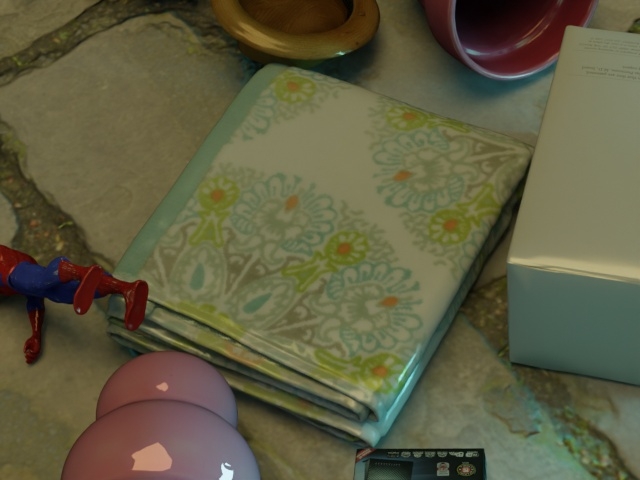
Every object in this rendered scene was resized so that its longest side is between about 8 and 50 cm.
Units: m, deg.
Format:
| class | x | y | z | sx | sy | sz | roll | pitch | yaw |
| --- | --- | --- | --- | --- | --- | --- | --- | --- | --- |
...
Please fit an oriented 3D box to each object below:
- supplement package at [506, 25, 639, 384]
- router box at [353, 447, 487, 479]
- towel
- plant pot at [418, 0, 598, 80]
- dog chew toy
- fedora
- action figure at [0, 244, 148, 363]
| class | x | y | z | sx | sy | sz | roll | pitch | yaw |
| --- | --- | --- | --- | --- | --- | --- | --- | --- | --- |
| supplement package | 0.290 | -0.034 | 1.506 | 0.175 | 0.177 | 0.293 | 9 | 56 | 14 |
| router box | 0.089 | 0.231 | 1.414 | 0.122 | 0.038 | 0.092 | -2 | 36 | 6 |
| towel | 0.000 | 0.000 | 1.583 | 0.320 | 0.090 | 0.374 | 22 | 61 | 19 |
| plant pot | 0.178 | -0.300 | 1.717 | 0.201 | 0.201 | 0.180 | -29 | 40 | -13 |
| dog chew toy | -0.140 | 0.236 | 1.371 | 0.206 | 0.207 | 0.332 | -5 | 45 | 4 |
| fedora | -0.033 | -0.245 | 1.753 | 0.194 | 0.079 | 0.194 | 8 | 48 | -9 |
| action figure | -0.290 | 0.074 | 1.542 | 0.280 | 0.091 | 0.139 | 13 | 81 | 51 |
